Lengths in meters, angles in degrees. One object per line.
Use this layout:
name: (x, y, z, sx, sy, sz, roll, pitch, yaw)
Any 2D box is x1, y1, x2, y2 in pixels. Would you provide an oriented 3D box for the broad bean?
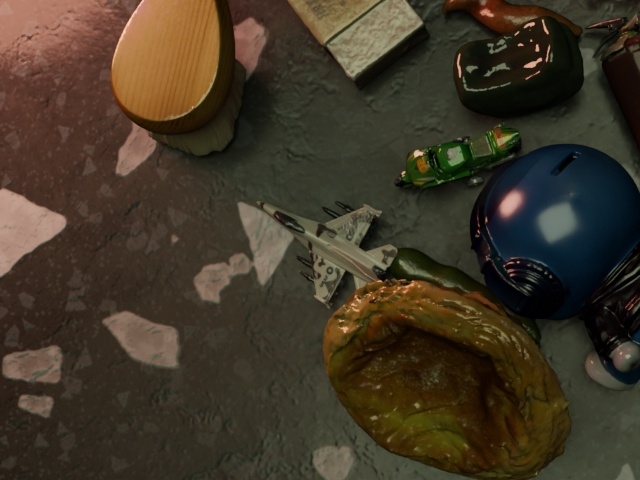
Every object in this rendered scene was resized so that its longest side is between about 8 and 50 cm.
broad bean: (0.202, 0.074, 1.608, 0.256, 0.052, 0.053, 29, 131, 11)

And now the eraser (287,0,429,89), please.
eraser: (0.005, -0.398, 1.690, 0.144, 0.078, 0.343, -37, 79, 6)

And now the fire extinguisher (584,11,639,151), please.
fire extinguisher: (0.450, -0.195, 1.567, 0.104, 0.105, 0.269, -23, 80, 8)

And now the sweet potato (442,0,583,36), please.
sweet potato: (0.273, -0.319, 1.636, 0.202, 0.058, 0.055, 20, 107, 12)

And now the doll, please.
doll: (0.342, 0.015, 1.493, 0.310, 0.240, 0.284, 39, 53, 17)

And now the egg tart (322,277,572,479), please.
egg tart: (0.173, 0.171, 1.510, 0.351, 0.352, 0.150, 27, 48, 13)

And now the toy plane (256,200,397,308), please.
toy plane: (0.011, 0.004, 1.647, 0.234, 0.082, 0.160, 34, 101, 28)

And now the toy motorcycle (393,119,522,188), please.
toy motorcycle: (0.189, -0.114, 1.602, 0.190, 0.106, 0.074, -19, 80, 10)

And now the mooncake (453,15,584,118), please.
mooncake: (0.269, -0.238, 1.572, 0.175, 0.168, 0.104, -8, 80, -5)

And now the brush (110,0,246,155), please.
brush: (-0.189, -0.270, 1.668, 0.174, 0.166, 0.267, 14, 86, 14)
